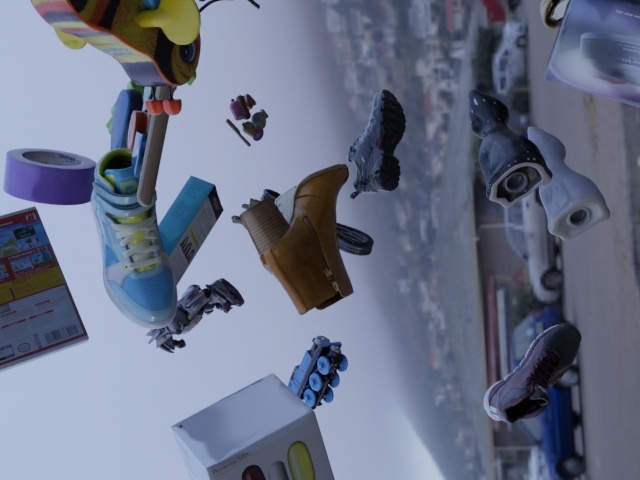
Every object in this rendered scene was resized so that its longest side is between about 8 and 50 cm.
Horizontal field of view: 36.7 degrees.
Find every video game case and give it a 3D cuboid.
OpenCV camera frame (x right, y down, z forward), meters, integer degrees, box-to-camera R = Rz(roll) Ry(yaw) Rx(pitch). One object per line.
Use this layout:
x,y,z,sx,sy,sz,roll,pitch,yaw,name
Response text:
-0.574,0.090,1.778,0.285,0.204,0.025,64,153,14,video game case

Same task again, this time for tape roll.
-0.578,-0.138,2.064,0.189,0.189,0.080,-50,-28,-74,tape roll

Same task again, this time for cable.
-0.034,-0.028,1.951,0.139,0.287,0.072,-72,2,-66,cable

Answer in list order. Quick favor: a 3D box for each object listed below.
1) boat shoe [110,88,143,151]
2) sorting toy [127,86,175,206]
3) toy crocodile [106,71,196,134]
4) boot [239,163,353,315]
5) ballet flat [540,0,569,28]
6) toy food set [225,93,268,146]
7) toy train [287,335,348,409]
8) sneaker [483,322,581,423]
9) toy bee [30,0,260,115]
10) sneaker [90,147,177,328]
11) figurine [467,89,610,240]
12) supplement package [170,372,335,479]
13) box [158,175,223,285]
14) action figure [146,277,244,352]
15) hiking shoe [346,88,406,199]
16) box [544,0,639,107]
-0.386,-0.206,2.000,0.258,0.089,0.109,110,149,-44,boat shoe
-0.229,-0.226,1.344,0.229,0.041,0.307,-114,36,-64,sorting toy
-0.405,-0.345,2.299,0.105,0.115,0.340,39,-144,-9,toy crocodile
0.000,0.000,1.646,0.295,0.104,0.211,-33,-89,-50,boot
0.502,-0.488,1.824,0.232,0.080,0.073,-52,12,45,ballet flat
-0.113,-0.200,1.529,0.078,0.019,0.122,47,-153,-21,toy food set
-0.006,0.304,2.236,0.105,0.080,0.184,46,126,39,toy train
0.495,0.307,2.128,0.106,0.281,0.162,44,177,-9,sneaker
-0.175,-0.216,0.998,0.298,0.195,0.162,4,-89,-35,toy bee
-0.326,-0.016,1.676,0.319,0.127,0.208,65,157,21,sneaker
0.319,-0.123,1.452,0.215,0.092,0.209,26,-146,-29,figurine
-0.099,0.362,1.534,0.149,0.194,0.203,30,141,56,supplement package
-0.282,0.000,1.901,0.244,0.060,0.100,-61,-19,-24,box
-0.255,0.147,1.996,0.099,0.185,0.285,58,-164,-3,action figure
0.097,-0.193,1.883,0.086,0.114,0.227,34,-127,-42,hiking shoe
0.543,-0.353,1.535,0.294,0.296,0.183,81,-152,-70,box
